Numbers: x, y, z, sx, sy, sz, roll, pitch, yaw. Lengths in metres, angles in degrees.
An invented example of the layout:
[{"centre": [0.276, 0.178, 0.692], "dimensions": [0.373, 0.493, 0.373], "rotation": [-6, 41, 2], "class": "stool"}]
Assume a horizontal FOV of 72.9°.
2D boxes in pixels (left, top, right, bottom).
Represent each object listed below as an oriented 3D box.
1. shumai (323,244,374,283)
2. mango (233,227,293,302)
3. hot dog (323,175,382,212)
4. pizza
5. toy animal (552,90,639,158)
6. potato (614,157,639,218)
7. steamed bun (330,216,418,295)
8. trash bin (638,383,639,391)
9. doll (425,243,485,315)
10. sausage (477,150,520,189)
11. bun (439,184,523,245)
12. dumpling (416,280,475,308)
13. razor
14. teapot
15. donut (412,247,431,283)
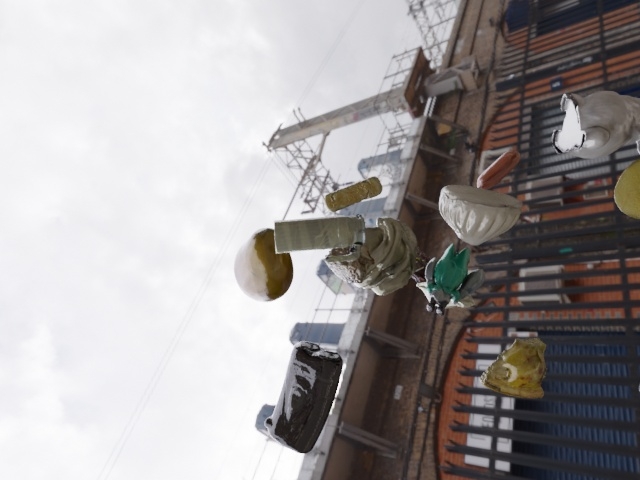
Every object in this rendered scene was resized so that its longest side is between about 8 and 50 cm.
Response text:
[{"centre": [0.095, 0.055, 1.276], "dimensions": [0.116, 0.146, 0.145], "rotation": [-47, -58, -22], "class": "shumai"}, {"centre": [-0.174, 0.080, 1.365], "dimensions": [0.173, 0.317, 0.211], "rotation": [-20, -111, -24], "class": "mango"}, {"centre": [0.132, -0.187, 1.750], "dimensions": [0.084, 0.243, 0.073], "rotation": [68, -164, -5], "class": "hot dog"}, {"centre": [0.592, 0.393, 1.301], "dimensions": [0.080, 0.205, 0.187], "rotation": [-128, 42, -76], "class": "pizza"}, {"centre": [0.883, -0.333, 1.245], "dimensions": [0.193, 0.358, 0.257], "rotation": [81, -169, -49], "class": "toy animal"}, {"centre": [0.909, -0.163, 1.167], "dimensions": [0.178, 0.203, 0.158], "rotation": [48, -142, 6], "class": "potato"}, {"centre": [0.226, 0.077, 1.604], "dimensions": [0.219, 0.310, 0.324], "rotation": [68, -173, 29], "class": "steamed bun"}, {"centre": [0.430, 0.156, 0.365], "dimensions": [0.184, 0.162, 0.234], "rotation": [-26, -115, -36], "class": "trash bin"}, {"centre": [0.434, 0.134, 1.511], "dimensions": [0.258, 0.195, 0.153], "rotation": [-36, -32, -11], "class": "doll"}, {"centre": [0.691, -0.272, 1.684], "dimensions": [0.077, 0.194, 0.077], "rotation": [32, -150, -21], "class": "sausage"}, {"centre": [0.509, -0.074, 1.423], "dimensions": [0.263, 0.263, 0.174], "rotation": [-19, -56, -53], "class": "bun"}, {"centre": [0.532, 0.210, 1.786], "dimensions": [0.180, 0.252, 0.131], "rotation": [0, -78, -38], "class": "dumpling"}, {"centre": [-0.053, 0.526, 1.473], "dimensions": [0.114, 0.205, 0.348], "rotation": [20, -91, -55], "class": "razor"}, {"centre": [0.000, 0.000, 0.960], "dimensions": [0.077, 0.201, 0.107], "rotation": [177, 87, -85], "class": "teapot"}, {"centre": [0.471, 0.123, 2.030], "dimensions": [0.270, 0.103, 0.269], "rotation": [36, -163, -13], "class": "donut"}]
